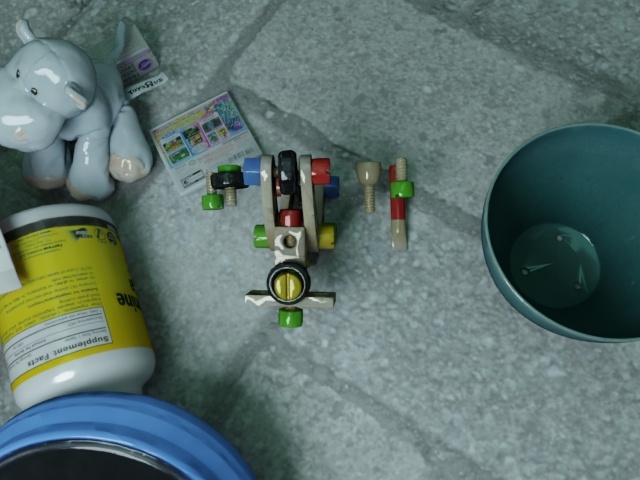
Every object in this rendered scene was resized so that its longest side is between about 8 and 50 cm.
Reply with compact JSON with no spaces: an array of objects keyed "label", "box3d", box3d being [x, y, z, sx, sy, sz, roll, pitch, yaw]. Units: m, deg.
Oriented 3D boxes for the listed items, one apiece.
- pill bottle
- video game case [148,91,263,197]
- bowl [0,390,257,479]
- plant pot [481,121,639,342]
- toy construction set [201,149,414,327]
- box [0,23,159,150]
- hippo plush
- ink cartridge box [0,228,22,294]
[{"label":"pill bottle","box3d":[-0.349,0.130,0.816,0.188,0.188,0.333,-22,73,-3]},{"label":"video game case","box3d":[-0.200,-0.169,0.992,0.157,0.019,0.143,-28,72,-5]},{"label":"bowl","box3d":[-0.255,0.373,0.687,0.392,0.077,0.390,1,105,3]},{"label":"plant pot","box3d":[0.360,0.010,0.803,0.291,0.195,0.290,-1,72,4]},{"label":"toy construction set","box3d":[0.000,0.000,0.851,0.309,0.257,0.237,-3,89,-20]},{"label":"box","box3d":[-0.450,-0.272,1.018,0.324,0.063,0.067,-32,74,-6]},{"label":"hippo plush","box3d":[-0.368,-0.191,0.867,0.294,0.236,0.234,-40,95,-4]},{"label":"ink cartridge box","box3d":[-0.556,-0.009,0.687,0.297,0.066,0.261,-19,84,-30]}]
